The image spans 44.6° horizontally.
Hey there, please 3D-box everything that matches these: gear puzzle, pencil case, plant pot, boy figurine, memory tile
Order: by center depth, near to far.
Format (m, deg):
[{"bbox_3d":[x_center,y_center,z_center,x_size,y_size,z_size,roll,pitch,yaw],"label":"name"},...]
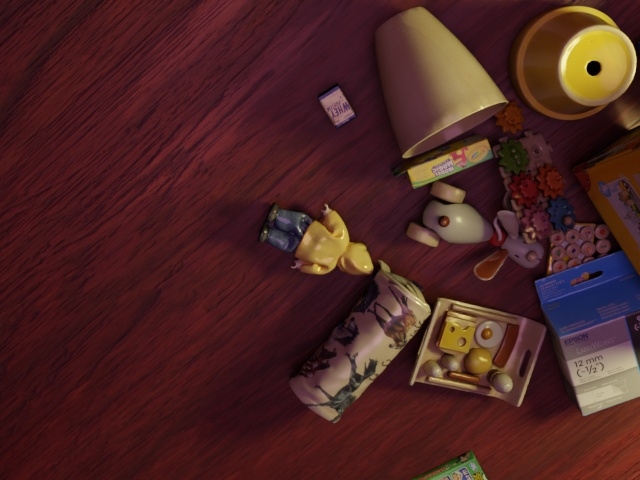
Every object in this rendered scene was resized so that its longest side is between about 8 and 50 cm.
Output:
[{"bbox_3d":[0.558,-0.381,1.694,0.254,0.239,0.253,0,105,1],"label":"plant pot"},{"bbox_3d":[0.233,-0.361,1.718,0.257,0.256,0.274,-27,85,7],"label":"plant pot"},{"bbox_3d":[0.489,-0.172,1.794,0.176,0.044,0.338,-17,86,-27],"label":"gear puzzle"},{"bbox_3d":[0.000,0.000,1.867,0.285,0.092,0.177,21,103,-6],"label":"boy figurine"},{"bbox_3d":[0.627,0.022,1.881,0.148,0.012,0.113,-9,105,-1],"label":"memory tile"},{"bbox_3d":[0.088,0.253,1.897,0.160,0.183,0.410,30,104,-36],"label":"pencil case"}]

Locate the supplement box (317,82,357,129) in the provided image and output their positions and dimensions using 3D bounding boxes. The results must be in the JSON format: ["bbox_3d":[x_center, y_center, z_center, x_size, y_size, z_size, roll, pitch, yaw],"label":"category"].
[{"bbox_3d":[0.038,-0.309,1.792,0.056,0.083,0.083,-31,103,9],"label":"supplement box"}]

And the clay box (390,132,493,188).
[{"bbox_3d":[0.276,-0.179,1.802,0.222,0.127,0.053,-22,102,6],"label":"clay box"}]

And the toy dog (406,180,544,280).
[{"bbox_3d":[0.372,-0.022,1.823,0.334,0.161,0.220,2,104,0],"label":"toy dog"}]

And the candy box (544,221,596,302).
[{"bbox_3d":[0.606,0.055,1.910,0.105,0.027,0.205,2,104,-4],"label":"candy box"}]

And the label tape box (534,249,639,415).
[{"bbox_3d":[0.693,0.224,1.892,0.249,0.115,0.347,-20,111,5],"label":"label tape box"}]

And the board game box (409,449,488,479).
[{"bbox_3d":[0.381,0.737,2.073,0.214,0.046,0.317,-29,102,6],"label":"board game box"}]

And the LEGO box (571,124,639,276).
[{"bbox_3d":[0.815,-0.022,1.649,0.193,0.372,0.500,-33,90,-10],"label":"LEGO box"}]

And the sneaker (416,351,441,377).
[{"bbox_3d":[0.291,0.324,1.964,0.119,0.057,0.047,40,104,-8],"label":"sneaker"}]

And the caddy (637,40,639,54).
[{"bbox_3d":[0.851,-0.358,1.699,0.179,0.241,0.341,-31,103,12],"label":"caddy"}]

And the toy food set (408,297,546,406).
[{"bbox_3d":[0.381,0.276,1.897,0.306,0.092,0.219,14,98,-18],"label":"toy food set"}]
